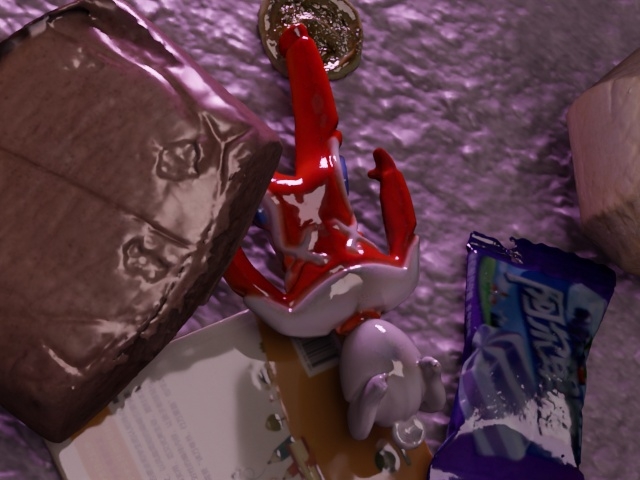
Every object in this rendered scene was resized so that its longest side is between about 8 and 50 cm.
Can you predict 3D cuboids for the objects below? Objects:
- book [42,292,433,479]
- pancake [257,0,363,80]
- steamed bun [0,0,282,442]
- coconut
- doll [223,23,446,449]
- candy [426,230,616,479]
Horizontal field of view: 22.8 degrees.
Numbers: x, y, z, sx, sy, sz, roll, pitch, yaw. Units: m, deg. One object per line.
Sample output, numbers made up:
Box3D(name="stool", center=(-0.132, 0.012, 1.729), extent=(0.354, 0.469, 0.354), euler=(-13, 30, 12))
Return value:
Box3D(name="book", center=(-0.064, 0.169, 1.305), extent=(0.295, 0.020, 0.207), euler=(-22, 80, -25))
Box3D(name="pancake", center=(-0.007, -0.192, 1.455), extent=(0.108, 0.017, 0.108), euler=(5, 74, -17))
Box3D(name="steamed bun", center=(-0.181, -0.014, 1.232), extent=(0.251, 0.199, 0.301), euler=(35, 83, 13))
Box3D(name="coconut", center=(0.327, -0.082, 1.435), extent=(0.202, 0.202, 0.222), euler=(4, 71, -18))
Box3D(name="doll", center=(0.000, 0.000, 1.335), extent=(0.188, 0.099, 0.384), euler=(-19, 70, -16))
Box3D(name="candy", center=(0.179, 0.120, 1.383), extent=(0.145, 0.070, 0.275), euler=(17, 62, -7))
